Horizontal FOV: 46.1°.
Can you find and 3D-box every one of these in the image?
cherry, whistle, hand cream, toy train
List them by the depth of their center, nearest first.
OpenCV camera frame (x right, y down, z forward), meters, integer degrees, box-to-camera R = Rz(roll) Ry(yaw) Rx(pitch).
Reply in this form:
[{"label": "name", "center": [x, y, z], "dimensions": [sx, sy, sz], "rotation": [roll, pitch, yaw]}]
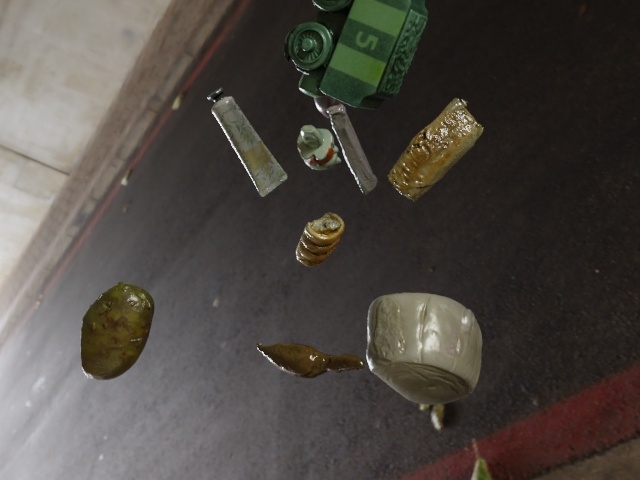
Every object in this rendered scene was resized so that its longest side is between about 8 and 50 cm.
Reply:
[{"label": "hand cream", "center": [-0.127, -0.171, 1.288], "dimensions": [0.067, 0.194, 0.042], "rotation": [-43, 18, -30]}, {"label": "toy train", "center": [0.075, -0.409, 1.487], "dimensions": [0.167, 0.238, 0.299], "rotation": [-17, -47, -65]}, {"label": "whistle", "center": [-0.007, -0.254, 2.063], "dimensions": [0.101, 0.253, 0.106], "rotation": [-25, 71, 2]}, {"label": "cherry", "center": [0.035, -0.443, 2.210], "dimensions": [0.188, 0.115, 0.148], "rotation": [-94, -6, -69]}]

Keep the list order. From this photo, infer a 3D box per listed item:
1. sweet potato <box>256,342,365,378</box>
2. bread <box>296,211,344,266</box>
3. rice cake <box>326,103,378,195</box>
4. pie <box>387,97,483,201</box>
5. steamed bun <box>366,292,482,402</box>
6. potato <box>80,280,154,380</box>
[{"label": "sweet potato", "center": [-0.021, 0.261, 1.609], "dimensions": [0.269, 0.075, 0.075], "rotation": [3, 66, 31]}, {"label": "bread", "center": [0.000, 0.000, 2.020], "dimensions": [0.119, 0.084, 0.177], "rotation": [-36, -19, -42]}, {"label": "rice cake", "center": [0.082, -0.227, 1.892], "dimensions": [0.055, 0.270, 0.049], "rotation": [-24, 31, 8]}, {"label": "pie", "center": [0.289, -0.227, 1.888], "dimensions": [0.282, 0.128, 0.068], "rotation": [-46, 10, -1]}, {"label": "steamed bun", "center": [0.290, 0.278, 1.908], "dimensions": [0.236, 0.383, 0.247], "rotation": [-14, 57, 29]}, {"label": "potato", "center": [-0.544, 0.245, 1.978], "dimensions": [0.298, 0.176, 0.141], "rotation": [-62, -14, 12]}]
